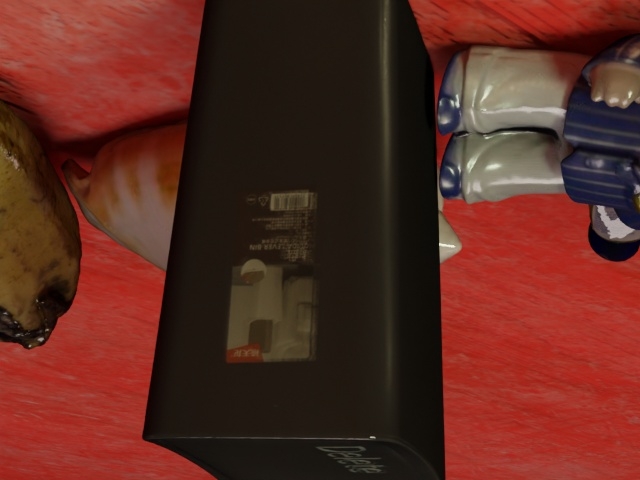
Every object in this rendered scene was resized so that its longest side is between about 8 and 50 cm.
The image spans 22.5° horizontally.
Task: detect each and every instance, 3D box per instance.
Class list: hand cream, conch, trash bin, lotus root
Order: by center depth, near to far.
[{"bbox_3d":[0.000,0.000,0.773,0.115,0.226,0.165,0,162,14],"label":"trash bin"},{"bbox_3d":[-0.037,0.002,0.957,0.255,0.127,0.158,-6,161,30],"label":"conch"},{"bbox_3d":[0.188,-0.034,0.959,0.062,0.039,0.163,5,157,2],"label":"hand cream"},{"bbox_3d":[-0.209,-0.021,0.966,0.110,0.097,0.258,-37,154,-14],"label":"lotus root"}]

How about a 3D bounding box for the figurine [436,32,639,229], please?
[{"bbox_3d":[0.198,-0.034,0.791,0.274,0.133,0.194,-11,115,32],"label":"figurine"}]
